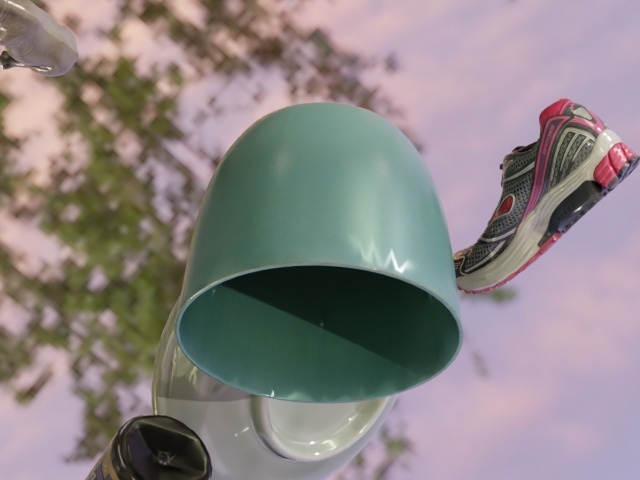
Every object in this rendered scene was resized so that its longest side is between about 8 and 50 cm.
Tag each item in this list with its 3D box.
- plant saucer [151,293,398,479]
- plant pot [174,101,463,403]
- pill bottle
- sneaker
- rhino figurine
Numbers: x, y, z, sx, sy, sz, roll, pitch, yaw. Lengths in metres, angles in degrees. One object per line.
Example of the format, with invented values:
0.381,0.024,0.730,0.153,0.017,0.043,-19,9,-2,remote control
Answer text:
-0.016,0.155,2.370,0.400,0.400,0.100,-52,-138,-9,plant saucer
0.000,0.000,2.032,0.293,0.293,0.235,-31,-134,41,plant pot
-0.222,0.308,2.261,0.219,0.123,0.123,-54,-168,40,pill bottle
0.234,-0.046,2.166,0.121,0.112,0.299,-37,172,-45,sneaker
-0.386,-0.271,2.414,0.106,0.243,0.073,9,-105,28,rhino figurine
